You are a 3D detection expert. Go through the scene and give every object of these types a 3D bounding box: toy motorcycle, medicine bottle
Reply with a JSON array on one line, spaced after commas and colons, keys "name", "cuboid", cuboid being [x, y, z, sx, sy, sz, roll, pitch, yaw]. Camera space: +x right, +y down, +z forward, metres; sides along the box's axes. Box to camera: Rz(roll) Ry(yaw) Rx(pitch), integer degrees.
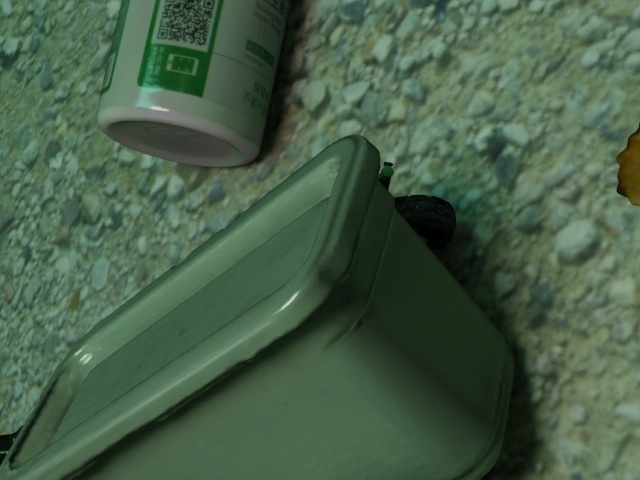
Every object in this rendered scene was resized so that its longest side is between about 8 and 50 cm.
[{"name": "toy motorcycle", "cuboid": [0.000, 0.000, 1.047, 0.190, 0.106, 0.074, -22, 59, 41]}, {"name": "medicine bottle", "cuboid": [-0.087, -0.205, 1.208, 0.133, 0.133, 0.274, -3, 73, 46]}]

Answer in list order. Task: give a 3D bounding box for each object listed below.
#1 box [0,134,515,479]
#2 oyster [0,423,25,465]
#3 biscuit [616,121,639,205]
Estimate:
[{"name": "box", "cuboid": [-0.034, 0.105, 0.961, 0.312, 0.182, 0.175, -34, 21, 32]}, {"name": "oyster", "cuboid": [-0.220, 0.293, 1.172, 0.221, 0.096, 0.361, -31, 50, 43]}, {"name": "biscuit", "cuboid": [0.292, -0.074, 0.841, 0.232, 0.013, 0.237, -57, 43, 12]}]
